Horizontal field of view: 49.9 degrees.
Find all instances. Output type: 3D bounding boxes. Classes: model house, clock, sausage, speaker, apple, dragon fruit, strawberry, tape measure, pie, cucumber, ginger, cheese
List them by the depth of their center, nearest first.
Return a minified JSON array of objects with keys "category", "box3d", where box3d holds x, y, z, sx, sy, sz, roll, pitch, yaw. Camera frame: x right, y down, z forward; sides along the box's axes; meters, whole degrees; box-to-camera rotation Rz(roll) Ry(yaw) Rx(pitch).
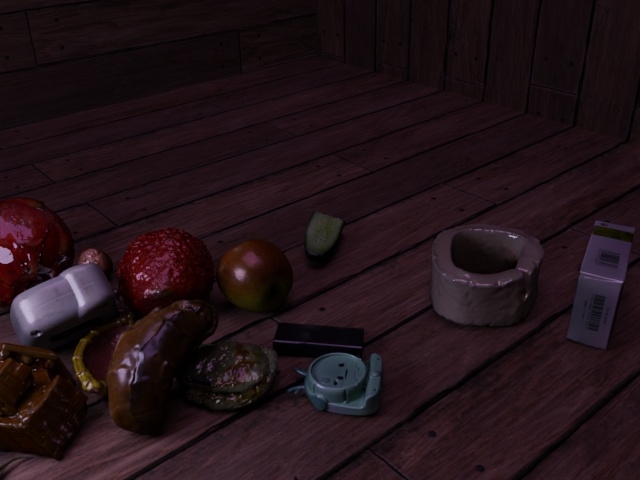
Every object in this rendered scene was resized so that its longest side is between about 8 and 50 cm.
[{"category":"model house","box3d":[-0.615,0.329,1.427,0.219,0.200,0.229,-30,34,-21]},{"category":"ginger","box3d":[-0.354,0.249,1.481,0.321,0.172,0.165,-61,14,-21]},{"category":"clock","box3d":[0.035,0.316,1.543,0.210,0.066,0.159,2,28,7]},{"category":"pie","box3d":[-0.219,0.294,1.566,0.247,0.090,0.201,2,33,14]},{"category":"tape measure","box3d":[-0.604,0.169,1.663,0.265,0.258,0.130,-28,80,-20]},{"category":"speaker","box3d":[-0.004,0.248,1.685,0.218,0.044,0.082,3,30,8]},{"category":"strawberry","box3d":[-0.395,0.098,1.764,0.257,0.258,0.277,-7,18,-10]},{"category":"apple","box3d":[-0.169,0.098,1.816,0.195,0.196,0.196,-1,29,1]},{"category":"cheese","box3d":[0.439,0.089,1.840,0.292,0.153,0.332,7,32,16]},{"category":"dragon fruit","box3d":[-0.819,0.035,1.868,0.295,0.296,0.302,-20,53,-30]},{"category":"sausage","box3d":[-0.611,0.069,1.875,0.086,0.086,0.289,-9,-3,-14]},{"category":"cucumber","box3d":[0.000,0.000,2.110,0.115,0.063,0.244,13,31,8]}]

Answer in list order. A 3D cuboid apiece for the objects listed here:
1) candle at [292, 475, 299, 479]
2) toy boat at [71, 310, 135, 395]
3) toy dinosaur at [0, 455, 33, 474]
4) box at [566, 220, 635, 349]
[{"category":"candle","box3d":[0.086,0.497,1.228,0.329,0.051,0.048,14,23,24]},{"category":"toy boat","box3d":[-0.495,0.272,1.587,0.141,0.099,0.318,31,18,-13]},{"category":"toy dinosaur","box3d":[-0.659,0.458,1.348,0.058,0.037,0.180,41,53,19]},{"category":"box","box3d":[0.714,0.106,1.750,0.106,0.200,0.299,14,32,24]}]
